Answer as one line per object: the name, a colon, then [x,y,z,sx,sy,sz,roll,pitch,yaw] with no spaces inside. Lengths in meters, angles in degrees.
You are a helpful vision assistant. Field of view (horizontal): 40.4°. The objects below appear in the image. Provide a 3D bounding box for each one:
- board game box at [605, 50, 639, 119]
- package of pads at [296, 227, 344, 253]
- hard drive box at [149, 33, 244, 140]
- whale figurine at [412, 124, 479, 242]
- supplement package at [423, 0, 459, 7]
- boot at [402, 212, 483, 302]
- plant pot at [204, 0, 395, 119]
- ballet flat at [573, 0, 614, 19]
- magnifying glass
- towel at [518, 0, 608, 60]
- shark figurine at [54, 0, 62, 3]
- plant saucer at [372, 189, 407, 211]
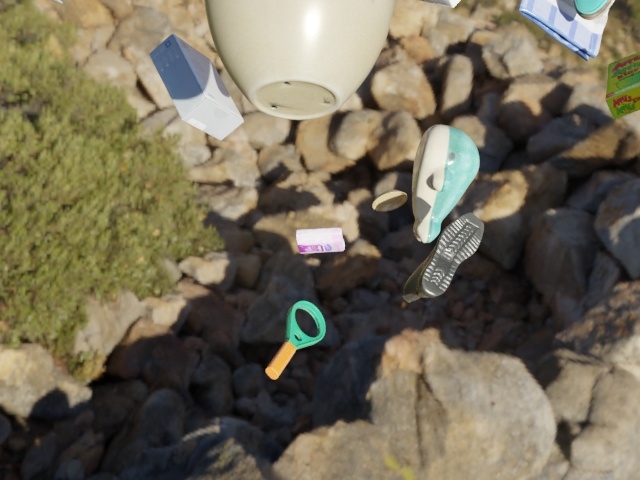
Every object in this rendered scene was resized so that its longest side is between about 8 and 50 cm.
board game box: [0.561,-0.284,1.547,0.043,0.092,0.181,58,31,-18]
package of pads: [0.000,0.000,1.544,0.083,0.050,0.032,-3,63,6]
hard drive box: [-0.322,-0.398,2.266,0.181,0.089,0.232,25,32,-59]
whale figurine: [0.283,-0.125,1.995,0.141,0.272,0.216,9,1,-3]
supplement package: [0.178,-0.578,1.496,0.199,0.263,0.198,-46,39,-9]
boot: [0.238,0.036,1.758,0.077,0.137,0.198,43,70,-3]
plant pot: [-0.032,-0.287,1.257,0.283,0.284,0.191,6,73,-14]
ballet flat: [0.584,-0.587,1.748,0.107,0.316,0.106,11,1,38]
magnifying glass: [-0.053,0.202,1.763,0.092,0.026,0.231,49,33,-8]
towel: [0.532,-0.539,1.821,0.209,0.034,0.285,29,69,-17]
shark figurine: [-0.475,-0.555,1.515,0.116,0.279,0.166,7,18,-13]
plant saucer: [0.158,-0.095,1.999,0.083,0.083,0.015,-2,60,-23]
